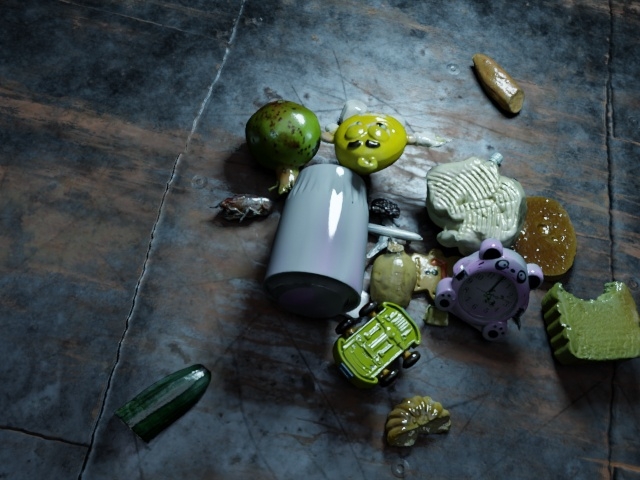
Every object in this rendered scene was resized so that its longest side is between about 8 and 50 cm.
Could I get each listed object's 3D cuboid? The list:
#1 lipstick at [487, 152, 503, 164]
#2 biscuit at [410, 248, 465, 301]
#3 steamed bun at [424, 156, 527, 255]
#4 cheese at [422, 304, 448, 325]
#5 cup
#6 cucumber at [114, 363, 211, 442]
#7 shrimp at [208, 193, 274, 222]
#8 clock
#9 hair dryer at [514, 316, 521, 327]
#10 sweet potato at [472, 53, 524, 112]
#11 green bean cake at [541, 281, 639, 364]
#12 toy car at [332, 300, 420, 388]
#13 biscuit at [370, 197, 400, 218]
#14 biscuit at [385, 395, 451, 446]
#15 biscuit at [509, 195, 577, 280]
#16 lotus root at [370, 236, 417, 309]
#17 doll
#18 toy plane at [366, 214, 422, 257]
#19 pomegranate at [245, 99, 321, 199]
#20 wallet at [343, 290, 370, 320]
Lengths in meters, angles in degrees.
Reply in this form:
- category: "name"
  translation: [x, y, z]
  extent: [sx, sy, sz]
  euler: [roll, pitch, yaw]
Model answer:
- category: "lipstick"
  translation: [0.535, -0.234, 1.944]
  extent: [0.037, 0.037, 0.116]
  euler: [43, 71, 12]
- category: "biscuit"
  translation: [0.360, 0.102, 1.768]
  extent: [0.226, 0.036, 0.166]
  euler: [8, 64, -4]
- category: "steamed bun"
  translation: [0.454, -0.090, 1.767]
  extent: [0.275, 0.206, 0.320]
  euler: [-27, 66, 15]
- category: "cheese"
  translation: [0.316, 0.207, 1.710]
  extent: [0.084, 0.041, 0.060]
  euler: [15, 70, -23]
- category: "cup"
  translation: [0.000, 0.000, 1.617]
  extent: [0.253, 0.253, 0.371]
  euler: [11, 62, -2]
- category: "cucumber"
  translation: [-0.384, 0.391, 1.527]
  extent: [0.244, 0.063, 0.115]
  euler: [-37, 76, -22]
- category: "shrimp"
  translation: [-0.229, -0.097, 1.766]
  extent: [0.190, 0.073, 0.075]
  euler: [-4, 23, -19]
- category: "clock"
  translation: [0.456, 0.129, 1.649]
  extent: [0.228, 0.248, 0.090]
  euler: [32, 29, -5]
- category: "hair dryer"
  translation: [0.556, 0.178, 1.756]
  extent: [0.071, 0.047, 0.150]
  euler: [-11, 74, -13]
- category: "sweet potato"
  translation: [0.600, -0.541, 2.060]
  extent: [0.097, 0.097, 0.251]
  euler: [-26, 73, -17]
- category: "green bean cake"
  translation: [0.758, 0.232, 1.710]
  extent: [0.236, 0.124, 0.233]
  euler: [-1, 67, -7]
- category: "toy car"
  translation: [0.138, 0.281, 1.599]
  extent: [0.248, 0.142, 0.200]
  euler: [-30, 75, -29]
- category: "biscuit"
  translation: [0.193, -0.095, 1.807]
  extent: [0.089, 0.027, 0.087]
  euler: [-6, 43, -33]
- category: "biscuit"
  translation: [0.246, 0.461, 1.576]
  extent: [0.183, 0.061, 0.118]
  euler: [-16, 67, -13]
- category: "biscuit"
  translation: [0.649, -0.011, 1.848]
  extent: [0.257, 0.049, 0.273]
  euler: [9, 63, 0]
- category: "lotus root"
  translation: [0.204, 0.098, 1.697]
  extent: [0.125, 0.118, 0.220]
  euler: [16, 79, -29]
- category: "doll"
  translation: [0.168, -0.307, 1.792]
  extent: [0.348, 0.161, 0.423]
  euler: [-13, 29, -22]
- category: "toy plane"
  translation: [0.187, -0.028, 1.791]
  extent: [0.226, 0.058, 0.226]
  euler: [18, 53, -3]
- category: "pomegranate"
  translation: [-0.125, -0.272, 1.797]
  extent: [0.231, 0.231, 0.285]
  euler: [18, 93, 1]
- category: "wallet"
  translation: [0.046, 0.150, 1.706]
  extent: [0.190, 0.033, 0.095]
  euler: [30, 67, 7]
